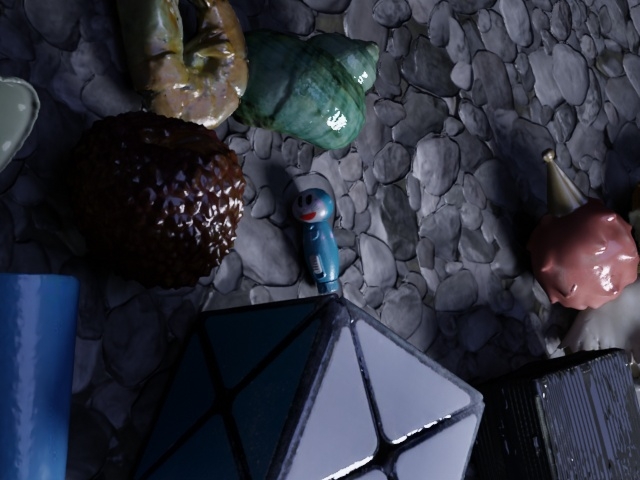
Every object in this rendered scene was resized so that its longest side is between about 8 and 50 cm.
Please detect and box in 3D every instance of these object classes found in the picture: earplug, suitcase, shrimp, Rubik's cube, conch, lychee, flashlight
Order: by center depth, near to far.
[{"bbox_3d":[-0.298,0.171,1.299,0.132,0.132,0.272,6,81,-42],"label":"earplug"},{"bbox_3d":[-0.173,-0.038,1.426,0.188,0.188,0.188,10,75,-41],"label":"lychee"},{"bbox_3d":[-0.016,0.228,1.451,0.255,0.259,0.260,34,59,-31],"label":"Rubik's cube"},{"bbox_3d":[-0.164,-0.253,1.528,0.145,0.061,0.267,-21,89,-21],"label":"shrimp"},{"bbox_3d":[-0.016,-0.189,1.629,0.188,0.122,0.175,-20,71,-46],"label":"conch"},{"bbox_3d":[0.000,0.000,1.653,0.051,0.051,0.129,-19,98,-43],"label":"flashlight"},{"bbox_3d":[0.338,0.324,1.823,0.230,0.152,0.335,-11,89,-44],"label":"suitcase"}]

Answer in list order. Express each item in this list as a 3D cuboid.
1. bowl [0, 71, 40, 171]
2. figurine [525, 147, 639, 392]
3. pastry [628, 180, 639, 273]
[{"bbox_3d":[-0.417,-0.074,1.145,0.157,0.337,0.337,48,50,4],"label":"bowl"},{"bbox_3d":[0.388,0.045,1.940,0.207,0.166,0.387,-35,105,4],"label":"figurine"},{"bbox_3d":[0.585,0.016,2.101,0.256,0.170,0.236,9,79,-46],"label":"pastry"}]
